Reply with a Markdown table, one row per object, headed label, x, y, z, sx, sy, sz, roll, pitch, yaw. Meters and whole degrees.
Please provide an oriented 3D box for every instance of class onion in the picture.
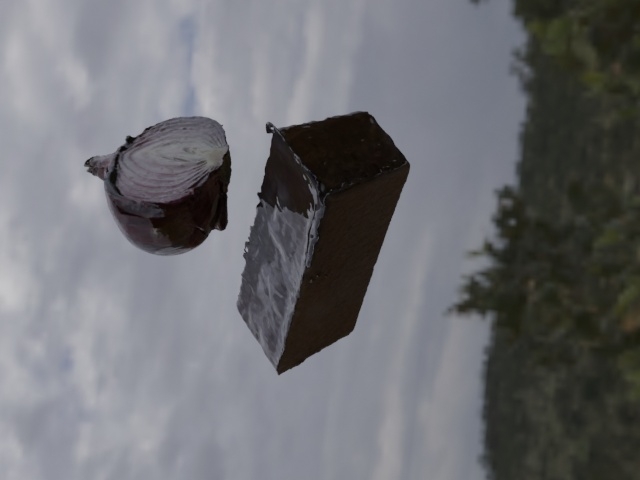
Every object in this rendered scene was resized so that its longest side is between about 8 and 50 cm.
| label | x | y | z | sx | sy | sz | roll | pitch | yaw |
| --- | --- | --- | --- | --- | --- | --- | --- | --- | --- |
| onion | -0.156 | -0.044 | 1.594 | 0.206 | 0.151 | 0.098 | -66 | -29 | -58 |

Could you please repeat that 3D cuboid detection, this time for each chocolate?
| label | x | y | z | sx | sy | sz | roll | pitch | yaw |
| --- | --- | --- | --- | --- | --- | --- | --- | --- | --- |
| chocolate | 0.000 | 0.000 | 1.584 | 0.112 | 0.112 | 0.321 | 56 | 153 | 27 |
